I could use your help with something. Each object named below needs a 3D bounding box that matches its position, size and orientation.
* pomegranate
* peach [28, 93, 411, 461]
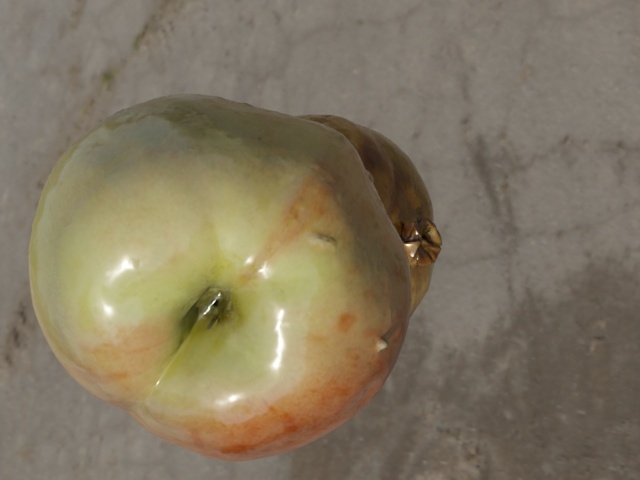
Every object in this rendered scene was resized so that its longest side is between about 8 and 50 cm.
[{"bbox_3d":[0.000,0.000,0.949,0.215,0.215,0.215,-26,55,46],"label":"pomegranate"},{"bbox_3d":[-0.056,0.012,0.646,0.232,0.232,0.233,-26,55,46],"label":"peach"}]
